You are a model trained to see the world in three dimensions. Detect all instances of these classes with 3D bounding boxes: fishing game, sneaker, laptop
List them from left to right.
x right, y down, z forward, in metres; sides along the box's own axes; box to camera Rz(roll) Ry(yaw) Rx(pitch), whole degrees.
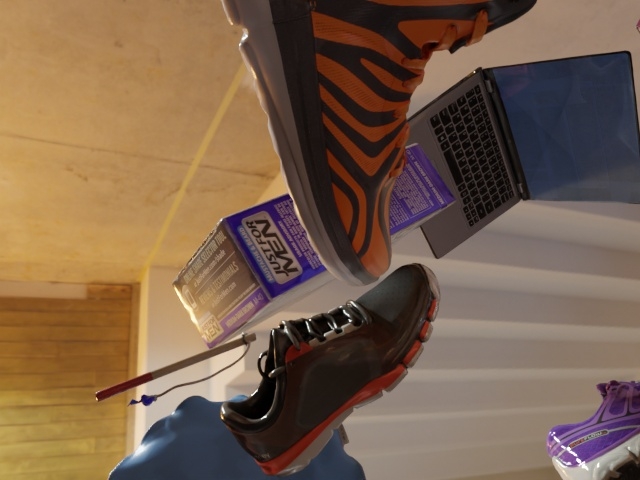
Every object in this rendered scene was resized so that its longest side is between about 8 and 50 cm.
[{"bbox_3d":[-0.057,0.188,0.382,0.189,0.264,0.041,-20,-40,-19],"label":"fishing game"},{"bbox_3d":[0.005,0.066,0.321,0.065,0.158,0.061,45,-6,-18],"label":"sneaker"},{"bbox_3d":[0.053,-0.103,0.365,0.180,0.124,0.321,-16,-49,4],"label":"sneaker"},{"bbox_3d":[0.401,-0.141,1.125,0.408,0.236,0.382,-35,-52,-1],"label":"laptop"},{"bbox_3d":[0.219,0.102,0.341,0.170,0.071,0.068,-20,-66,-11],"label":"sneaker"}]

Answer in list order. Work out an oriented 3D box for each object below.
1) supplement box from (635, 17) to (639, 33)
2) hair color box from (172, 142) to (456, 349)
[{"bbox_3d":[0.507,-0.308,0.793,0.083,0.055,0.043,35,-8,-29],"label":"supplement box"},{"bbox_3d":[0.000,0.000,0.705,0.339,0.110,0.185,-24,-11,-38],"label":"hair color box"}]
